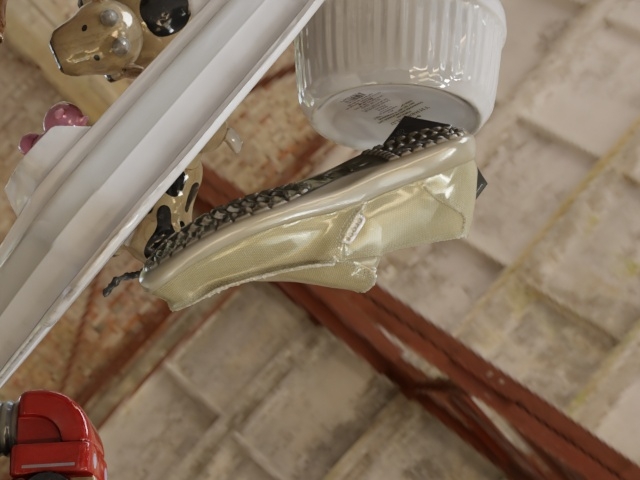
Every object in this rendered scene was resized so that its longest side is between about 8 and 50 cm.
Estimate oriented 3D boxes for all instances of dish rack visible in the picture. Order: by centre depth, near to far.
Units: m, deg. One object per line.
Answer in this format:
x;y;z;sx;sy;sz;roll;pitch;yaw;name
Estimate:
-0.137;-0.035;0.900;0.285;0.072;0.333;-55;-173;-36;dish rack

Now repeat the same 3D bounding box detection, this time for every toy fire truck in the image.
-0.316;0.181;1.369;0.217;0.158;0.246;-3;-113;1;toy fire truck

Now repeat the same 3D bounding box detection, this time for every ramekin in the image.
0.072;-0.162;1.335;0.207;0.207;0.109;-10;-113;33;ramekin

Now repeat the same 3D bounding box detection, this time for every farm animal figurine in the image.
-0.163;-0.167;1.282;0.327;0.330;0.172;-44;-161;-20;farm animal figurine

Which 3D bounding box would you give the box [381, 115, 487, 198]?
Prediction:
0.101;-0.065;1.291;0.062;0.083;0.052;17;-118;45;box

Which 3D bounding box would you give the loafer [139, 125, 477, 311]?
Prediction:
0.000;0.000;1.038;0.269;0.092;0.102;-22;-169;-4;loafer
